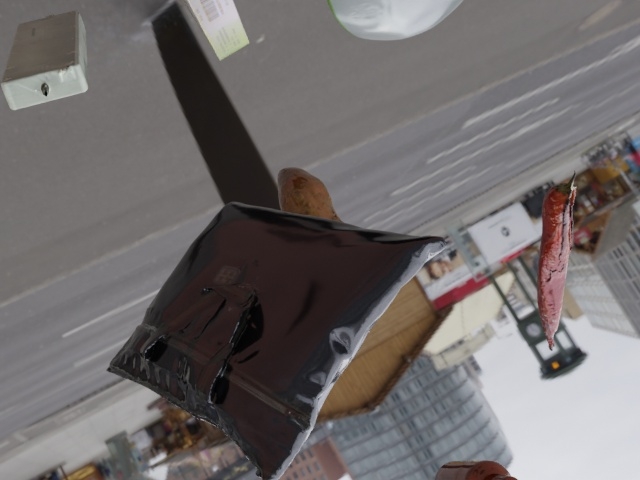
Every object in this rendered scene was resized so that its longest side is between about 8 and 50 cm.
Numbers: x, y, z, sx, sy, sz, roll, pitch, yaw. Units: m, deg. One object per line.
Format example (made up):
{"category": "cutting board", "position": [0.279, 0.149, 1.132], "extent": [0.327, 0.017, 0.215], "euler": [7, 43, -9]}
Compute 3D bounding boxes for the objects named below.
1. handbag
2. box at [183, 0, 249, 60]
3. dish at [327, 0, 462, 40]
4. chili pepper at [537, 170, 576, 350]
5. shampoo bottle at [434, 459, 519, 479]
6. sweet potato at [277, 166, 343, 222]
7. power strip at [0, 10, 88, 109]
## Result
{"category": "handbag", "position": [-0.051, 0.059, 0.560], "extent": [0.254, 0.089, 0.211], "euler": [12, -124, 47]}
{"category": "box", "position": [-0.187, -0.387, 1.002], "extent": [0.062, 0.175, 0.260], "euler": [-31, 175, -1]}
{"category": "dish", "position": [0.136, -0.358, 0.723], "extent": [0.324, 0.124, 0.324], "euler": [-46, 150, -36]}
{"category": "chili pepper", "position": [0.209, 0.021, 0.625], "extent": [0.027, 0.178, 0.045], "euler": [7, -152, 23]}
{"category": "shampoo bottle", "position": [0.248, 0.379, 1.067], "extent": [0.085, 0.085, 0.244], "euler": [-27, 170, -17]}
{"category": "sweet potato", "position": [-0.003, -0.010, 1.134], "extent": [0.095, 0.355, 0.106], "euler": [-23, 150, -9]}
{"category": "power strip", "position": [-0.403, -0.274, 1.030], "extent": [0.106, 0.043, 0.367], "euler": [-17, -147, -9]}
